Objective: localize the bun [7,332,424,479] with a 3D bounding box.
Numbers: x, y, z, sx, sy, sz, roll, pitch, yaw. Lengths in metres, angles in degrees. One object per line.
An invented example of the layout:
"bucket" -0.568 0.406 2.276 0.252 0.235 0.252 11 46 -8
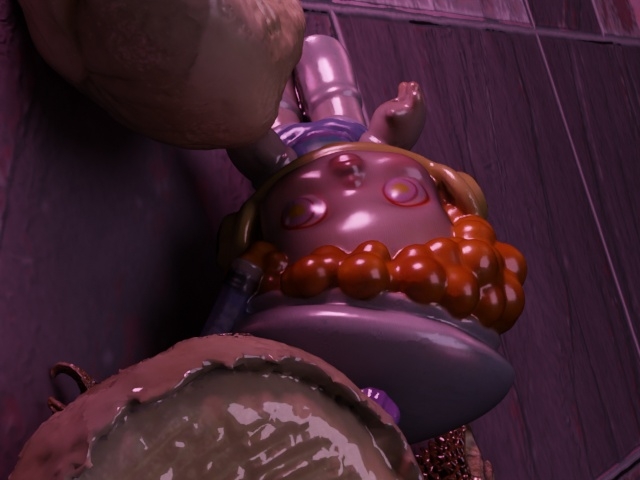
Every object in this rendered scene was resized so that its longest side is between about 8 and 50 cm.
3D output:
"bun" -0.064 0.176 0.941 0.259 0.152 0.259 2 84 -25

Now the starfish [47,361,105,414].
"starfish" -0.133 0.116 1.016 0.091 0.028 0.078 42 35 -53

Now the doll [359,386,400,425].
"doll" -0.031 0.122 1.051 0.190 0.115 0.050 20 34 -1

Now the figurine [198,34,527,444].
"figurine" 0.031 -0.004 1.218 0.382 0.224 0.205 -87 179 -48

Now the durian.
"durian" 0.111 0.217 1.383 0.140 0.071 0.110 -100 164 -55

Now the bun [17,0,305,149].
"bun" -0.115 -0.165 1.101 0.259 0.160 0.259 54 14 -20
